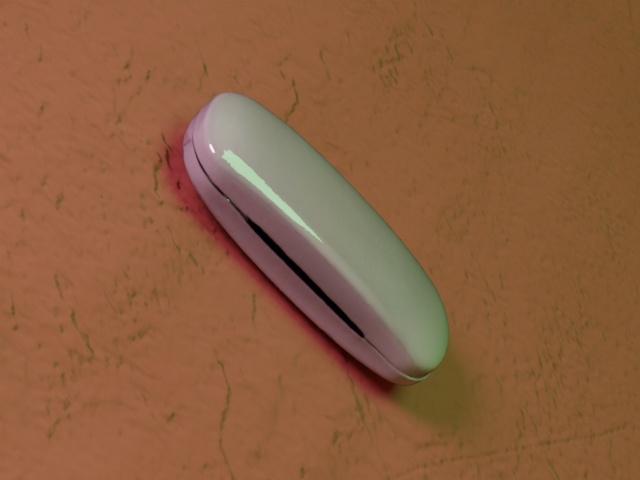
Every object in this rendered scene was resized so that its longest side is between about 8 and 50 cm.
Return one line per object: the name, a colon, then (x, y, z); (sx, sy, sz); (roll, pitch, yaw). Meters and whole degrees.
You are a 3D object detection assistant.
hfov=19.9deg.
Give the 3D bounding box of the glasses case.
glasses case: (0.000, 0.000, 1.036); (0.204, 0.051, 0.081); (47, 30, -16)
